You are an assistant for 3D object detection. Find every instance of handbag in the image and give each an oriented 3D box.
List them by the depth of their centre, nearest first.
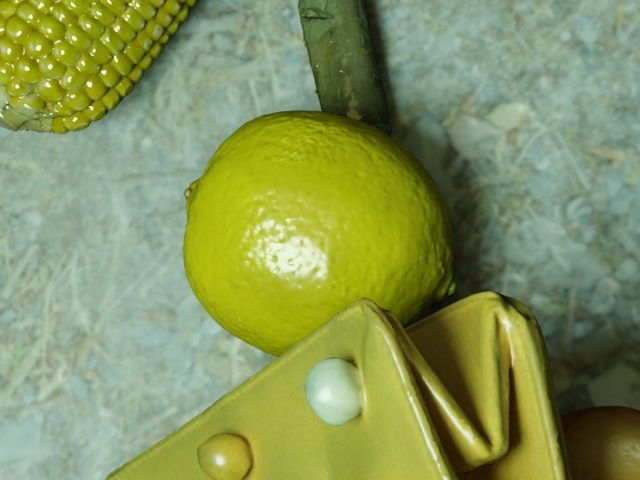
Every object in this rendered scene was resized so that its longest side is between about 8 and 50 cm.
[{"bbox_3d":[0.004,0.220,1.193,0.401,0.133,0.283,-35,67,48],"label":"handbag"}]

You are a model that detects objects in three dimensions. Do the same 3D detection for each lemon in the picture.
[{"bbox_3d":[0.000,0.000,1.330,0.203,0.178,0.178,21,83,9],"label":"lemon"}]

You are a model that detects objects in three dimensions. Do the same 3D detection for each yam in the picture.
[{"bbox_3d":[0.018,-0.132,1.423,0.054,0.054,0.132,-15,73,13],"label":"yam"}]

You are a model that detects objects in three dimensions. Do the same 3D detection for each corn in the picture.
[{"bbox_3d":[-0.133,-0.243,1.456,0.144,0.144,0.387,37,86,22],"label":"corn"}]

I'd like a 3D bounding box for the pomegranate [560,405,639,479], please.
[{"bbox_3d":[0.180,0.209,1.208,0.209,0.209,0.209,-4,75,16],"label":"pomegranate"}]
